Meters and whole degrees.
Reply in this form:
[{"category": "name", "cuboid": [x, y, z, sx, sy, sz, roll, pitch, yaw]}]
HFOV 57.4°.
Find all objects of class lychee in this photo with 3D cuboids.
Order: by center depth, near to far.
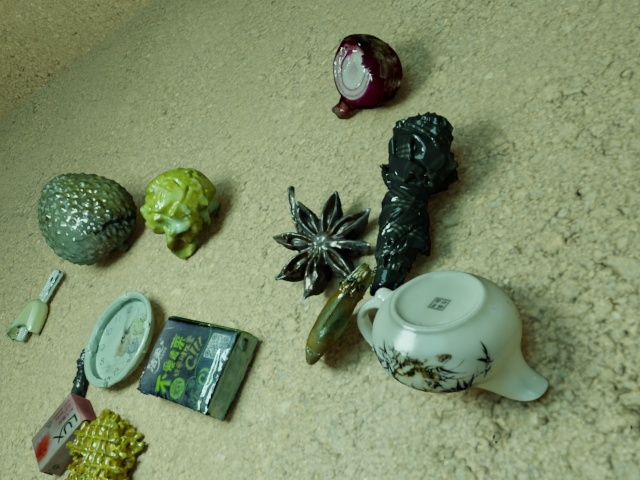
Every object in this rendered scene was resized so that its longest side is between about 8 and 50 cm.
[{"category": "lychee", "cuboid": [-0.634, -0.063, 1.592, 0.255, 0.274, 0.255, -40, 13, 11]}]

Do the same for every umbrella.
[{"category": "umbrella", "cuboid": [0.167, -0.061, 1.017, 0.154, 0.128, 0.337, -21, 54, 48]}, {"category": "umbrella", "cuboid": [-0.580, 0.317, 1.426, 0.037, 0.040, 0.144, -28, 45, 34]}]

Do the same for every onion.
[{"category": "onion", "cuboid": [0.100, -0.348, 1.280, 0.173, 0.135, 0.198, 66, 149, 27]}]

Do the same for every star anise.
[{"category": "star anise", "cuboid": [0.000, -0.001, 1.132, 0.230, 0.081, 0.262, -41, 54, 10]}]

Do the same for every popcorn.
[{"category": "popcorn", "cuboid": [-0.333, -0.066, 1.409, 0.197, 0.198, 0.213, -15, 79, 32]}]

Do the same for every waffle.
[{"category": "waffle", "cuboid": [-0.461, 0.455, 1.205, 0.193, 0.070, 0.197, 26, 80, 46]}]

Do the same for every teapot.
[{"category": "teapot", "cuboid": [0.171, 0.135, 0.862, 0.299, 0.166, 0.208, 1, 44, 51]}]

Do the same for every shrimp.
[{"category": "shrimp", "cuboid": [0.030, 0.120, 0.981, 0.217, 0.051, 0.115, -64, -6, 27]}]

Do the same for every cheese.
[{"category": "cheese", "cuboid": [-0.827, 0.191, 1.713, 0.127, 0.049, 0.235, 3, 62, 44]}]

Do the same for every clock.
[{"category": "clock", "cuboid": [-0.464, 0.236, 1.375, 0.236, 0.053, 0.237, -23, 48, 29]}]

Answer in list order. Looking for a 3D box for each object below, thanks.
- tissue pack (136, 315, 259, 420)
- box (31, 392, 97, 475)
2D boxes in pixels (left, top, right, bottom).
[{"category": "tissue pack", "cuboid": [-0.250, 0.249, 1.172, 0.235, 0.073, 0.174, 2, 62, 41]}, {"category": "box", "cuboid": [-0.579, 0.440, 1.325, 0.156, 0.060, 0.111, -52, 44, -2]}]
